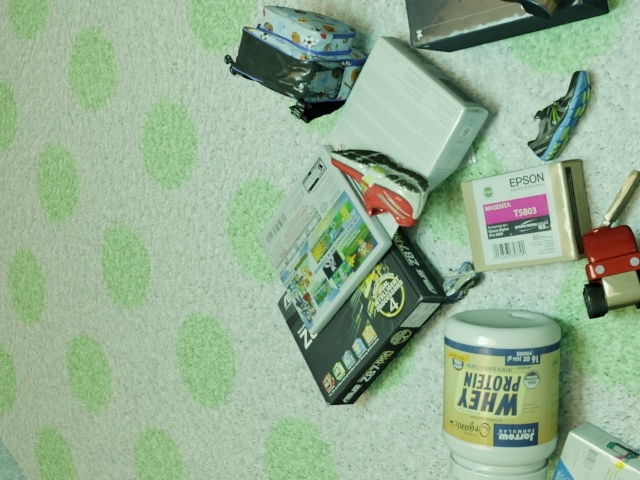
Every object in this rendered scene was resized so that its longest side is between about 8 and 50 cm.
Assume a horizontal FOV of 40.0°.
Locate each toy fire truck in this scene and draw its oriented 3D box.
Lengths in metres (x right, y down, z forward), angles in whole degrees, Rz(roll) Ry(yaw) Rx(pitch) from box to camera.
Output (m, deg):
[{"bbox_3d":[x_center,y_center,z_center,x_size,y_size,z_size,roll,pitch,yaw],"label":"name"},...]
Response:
[{"bbox_3d":[0.531,0.002,1.573,0.158,0.217,0.247,-14,79,14],"label":"toy fire truck"}]

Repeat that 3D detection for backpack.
[{"bbox_3d":[-0.031,-0.411,1.990,0.276,0.263,0.213,38,114,29],"label":"backpack"}]

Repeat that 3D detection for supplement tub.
[{"bbox_3d":[0.357,0.309,1.745,0.228,0.228,0.317,6,99,42],"label":"supplement tub"}]

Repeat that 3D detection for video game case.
[{"bbox_3d":[0.000,0.000,2.023,0.329,0.036,0.300,-53,54,35],"label":"video game case"}]

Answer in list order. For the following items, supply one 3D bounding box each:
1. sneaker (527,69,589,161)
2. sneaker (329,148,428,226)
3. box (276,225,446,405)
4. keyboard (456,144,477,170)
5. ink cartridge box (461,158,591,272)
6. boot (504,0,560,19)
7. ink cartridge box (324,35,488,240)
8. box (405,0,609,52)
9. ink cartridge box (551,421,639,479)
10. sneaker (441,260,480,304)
[{"bbox_3d":[0.456,-0.244,1.694,0.078,0.067,0.188,38,122,26],"label":"sneaker"},{"bbox_3d":[0.107,-0.112,1.848,0.279,0.107,0.119,37,126,44],"label":"sneaker"},{"bbox_3d":[0.082,0.141,2.038,0.395,0.097,0.318,-53,49,33],"label":"box"},{"bbox_3d":[0.233,-0.167,1.948,0.256,0.014,0.072,-20,76,42],"label":"keyboard"},{"bbox_3d":[0.409,-0.045,1.749,0.234,0.088,0.193,-11,89,43],"label":"ink cartridge box"},{"bbox_3d":[0.339,-0.473,1.528,0.219,0.082,0.106,37,94,27],"label":"boot"},{"bbox_3d":[0.159,-0.205,1.928,0.308,0.091,0.385,49,125,36],"label":"ink cartridge box"},{"bbox_3d":[0.332,-0.547,1.658,0.343,0.179,0.313,-6,92,34],"label":"box"},{"bbox_3d":[0.570,0.466,1.670,0.231,0.078,0.134,29,114,37],"label":"ink cartridge box"},{"bbox_3d":[0.292,0.093,1.905,0.135,0.052,0.058,-45,49,39],"label":"sneaker"}]
